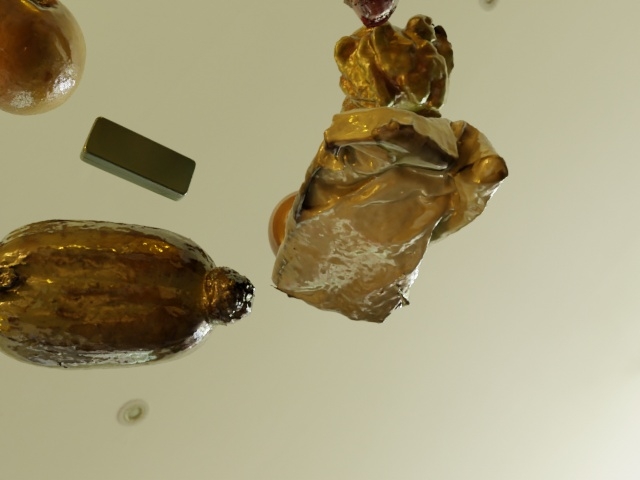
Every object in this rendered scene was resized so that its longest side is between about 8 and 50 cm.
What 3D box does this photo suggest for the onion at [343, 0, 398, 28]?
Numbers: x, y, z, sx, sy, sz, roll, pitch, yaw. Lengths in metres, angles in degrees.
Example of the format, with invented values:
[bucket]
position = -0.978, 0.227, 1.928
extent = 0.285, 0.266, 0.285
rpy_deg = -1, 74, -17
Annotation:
[onion]
position = 0.111, -0.531, 1.212
extent = 0.147, 0.184, 0.183
rpy_deg = -16, -53, 6

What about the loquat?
[loquat]
position = -0.626, -0.393, 1.233
extent = 0.275, 0.275, 0.274
rpy_deg = -17, -58, -29

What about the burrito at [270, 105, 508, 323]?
[burrito]
position = 0.069, -0.037, 0.687
extent = 0.331, 0.190, 0.135
rpy_deg = 114, 179, -53

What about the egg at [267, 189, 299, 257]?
[egg]
position = 0.000, 0.000, 1.651
extent = 0.250, 0.250, 0.322
rpy_deg = -49, -60, -5

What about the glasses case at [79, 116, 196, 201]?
[glasses case]
position = -0.311, -0.138, 1.023
extent = 0.184, 0.039, 0.077
rpy_deg = 25, -119, -26

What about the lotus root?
[lotus root]
position = -0.231, 0.065, 0.673
extent = 0.310, 0.173, 0.173
rpy_deg = 5, -68, -8

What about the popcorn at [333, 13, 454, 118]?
[popcorn]
position = 0.158, -0.372, 1.427
extent = 0.290, 0.326, 0.320
rpy_deg = 16, -114, -49
